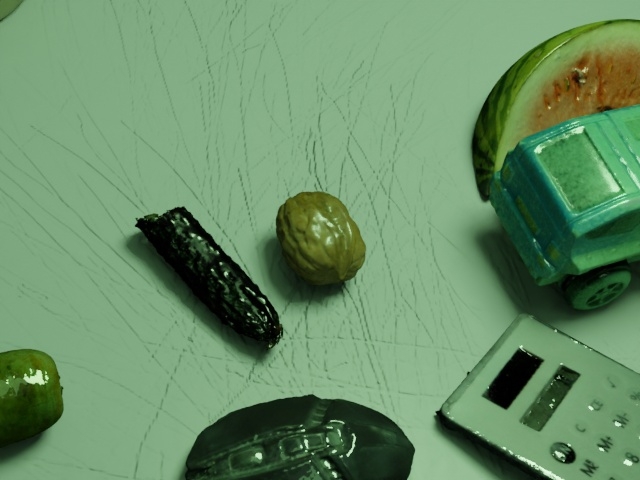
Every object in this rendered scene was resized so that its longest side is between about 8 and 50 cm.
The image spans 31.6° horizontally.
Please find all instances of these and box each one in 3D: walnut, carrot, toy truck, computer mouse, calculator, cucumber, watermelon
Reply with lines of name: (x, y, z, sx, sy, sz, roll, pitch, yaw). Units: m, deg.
walnut: (0.000, 0.000, 1.046, 0.079, 0.082, 0.096, 8, 43, -43)
carrot: (-0.367, 0.163, 0.842, 0.358, 0.074, 0.074, -18, 58, -22)
toy truck: (0.309, -0.044, 1.093, 0.278, 0.156, 0.155, -13, 59, -20)
computer mouse: (-0.011, 0.175, 0.913, 0.192, 0.062, 0.106, -3, 53, -16)
calculator: (0.245, 0.166, 0.978, 0.261, 0.021, 0.161, 28, 49, 22)
cucumber: (-0.097, 0.031, 1.018, 0.053, 0.053, 0.181, -32, 67, -31)
watermelon: (0.271, -0.160, 1.235, 0.303, 0.159, 0.128, -16, 19, -25)

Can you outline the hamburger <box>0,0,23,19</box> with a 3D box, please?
hamburger: (-0.413, -0.344, 1.160, 0.294, 0.179, 0.276, 38, 55, 17)
